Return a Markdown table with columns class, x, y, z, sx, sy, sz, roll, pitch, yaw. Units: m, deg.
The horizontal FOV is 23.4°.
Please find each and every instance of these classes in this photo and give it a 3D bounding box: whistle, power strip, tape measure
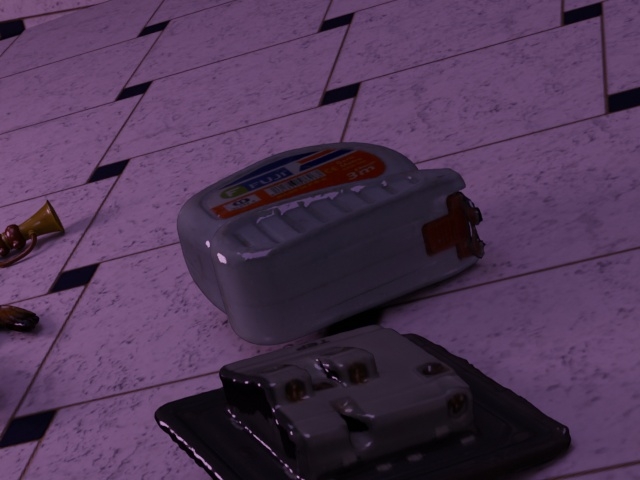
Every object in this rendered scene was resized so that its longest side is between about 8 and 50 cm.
| class | x | y | z | sx | sy | sz | roll | pitch | yaw |
| --- | --- | --- | --- | --- | --- | --- | --- | --- | --- |
| whistle | -0.373 | 0.001 | 1.933 | 0.109 | 0.057 | 0.046 | -33 | -20 | -5 |
| power strip | 0.024 | 0.126 | 1.206 | 0.257 | 0.092 | 0.251 | -15 | 15 | -23 |
| tape measure | 0.000 | 0.000 | 1.500 | 0.243 | 0.125 | 0.246 | -21 | 25 | -17 |

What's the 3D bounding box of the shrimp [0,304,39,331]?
| class | x | y | z | sx | sy | sz | roll | pitch | yaw |
| --- | --- | --- | --- | --- | --- | --- | --- | --- | --- |
| shrimp | -0.363 | 0.118 | 1.640 | 0.169 | 0.058 | 0.296 | -30 | 21 | -25 |
